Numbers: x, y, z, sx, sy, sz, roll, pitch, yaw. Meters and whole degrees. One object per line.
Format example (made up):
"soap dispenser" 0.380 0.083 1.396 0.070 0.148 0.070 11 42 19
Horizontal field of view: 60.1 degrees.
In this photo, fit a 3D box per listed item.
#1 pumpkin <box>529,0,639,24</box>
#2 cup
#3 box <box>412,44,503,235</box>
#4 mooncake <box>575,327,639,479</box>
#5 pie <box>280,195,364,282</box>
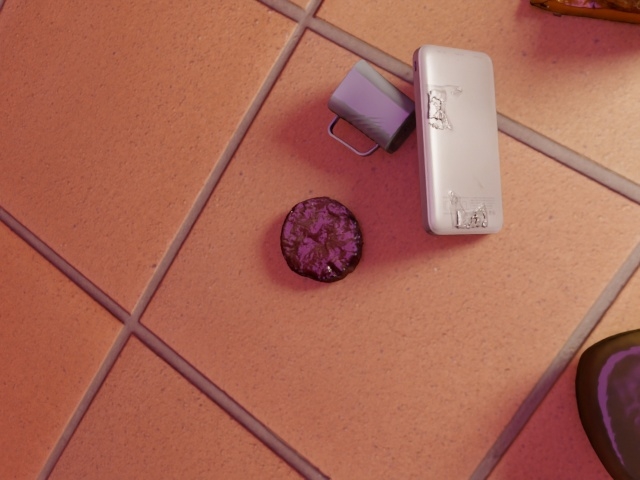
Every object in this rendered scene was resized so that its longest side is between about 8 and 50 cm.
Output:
"pumpkin" 0.430 -0.383 0.733 0.280 0.190 0.139 15 94 19
"cup" 0.079 -0.202 0.896 0.129 0.095 0.128 42 101 14
"box" 0.210 -0.151 0.841 0.142 0.044 0.285 -1 86 -23
"mooncake" 0.457 0.221 0.741 0.234 0.117 0.235 -2 85 20
"pie" 0.000 0.000 0.946 0.154 0.036 0.154 -1 88 19
